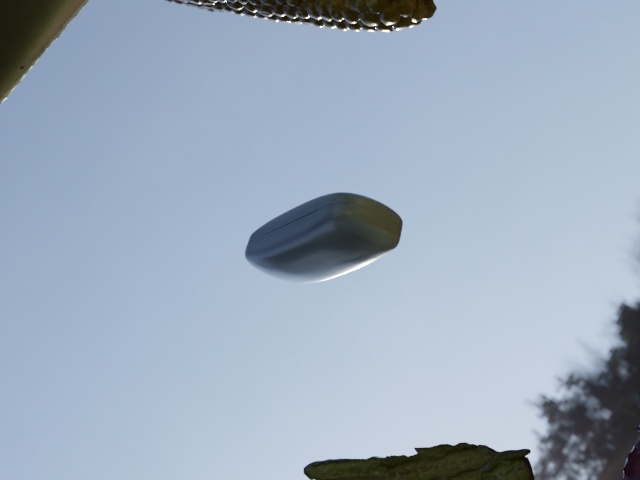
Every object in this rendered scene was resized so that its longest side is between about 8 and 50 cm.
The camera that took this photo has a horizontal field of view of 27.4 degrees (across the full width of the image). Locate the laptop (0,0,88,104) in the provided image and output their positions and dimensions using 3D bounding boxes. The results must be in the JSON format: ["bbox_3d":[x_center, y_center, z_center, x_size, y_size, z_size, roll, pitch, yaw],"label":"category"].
[{"bbox_3d":[-0.248,-0.139,0.691,0.187,0.015,0.269,-45,-34,13],"label":"laptop"}]

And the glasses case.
[{"bbox_3d":[0.000,0.000,1.076,0.067,0.178,0.045,24,-115,-24],"label":"glasses case"}]

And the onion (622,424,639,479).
[{"bbox_3d":[0.381,0.240,1.278,0.184,0.147,0.184,-3,-85,-32],"label":"onion"}]

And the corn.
[{"bbox_3d":[-0.029,-0.190,0.863,0.097,0.262,0.097,8,-90,-71],"label":"corn"}]

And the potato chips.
[{"bbox_3d":[0.090,0.229,1.179,0.207,0.028,0.092,-5,-79,-6],"label":"potato chips"}]
